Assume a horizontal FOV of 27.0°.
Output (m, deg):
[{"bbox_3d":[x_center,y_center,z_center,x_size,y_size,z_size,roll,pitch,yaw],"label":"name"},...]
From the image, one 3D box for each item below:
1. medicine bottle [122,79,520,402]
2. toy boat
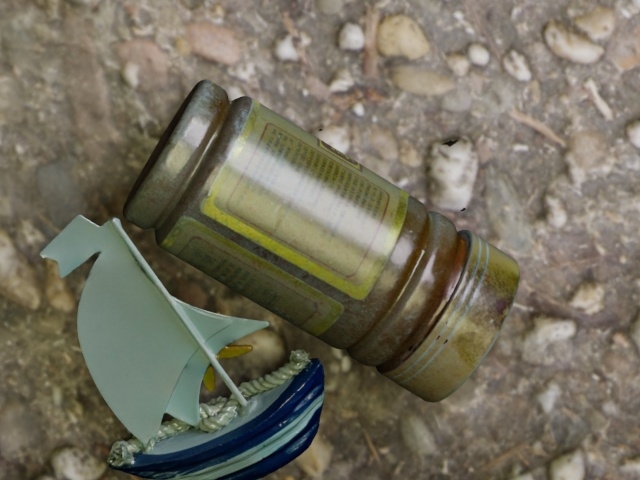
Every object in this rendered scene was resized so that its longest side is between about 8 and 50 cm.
[{"bbox_3d":[0.000,0.000,1.163,0.322,0.151,0.151,31,90,-11],"label":"medicine bottle"},{"bbox_3d":[-0.134,0.099,1.153,0.221,0.067,0.291,-28,118,14],"label":"toy boat"}]
